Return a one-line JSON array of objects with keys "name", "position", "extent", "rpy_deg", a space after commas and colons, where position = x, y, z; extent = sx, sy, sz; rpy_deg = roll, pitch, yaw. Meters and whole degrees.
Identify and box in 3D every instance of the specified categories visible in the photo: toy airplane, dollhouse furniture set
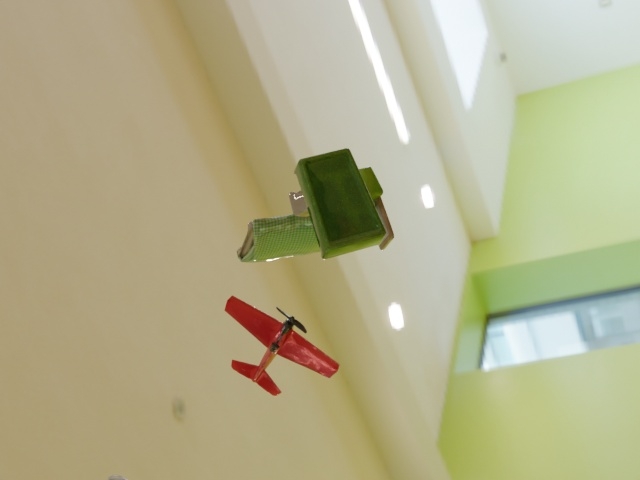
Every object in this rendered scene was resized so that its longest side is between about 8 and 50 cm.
[{"name": "toy airplane", "position": [-0.058, 0.127, 1.170], "extent": [0.028, 0.151, 0.151], "rpy_deg": [-56, -49, -42]}, {"name": "dollhouse furniture set", "position": [0.000, 0.000, 0.646], "extent": [0.152, 0.076, 0.059], "rpy_deg": [122, 131, -66]}]

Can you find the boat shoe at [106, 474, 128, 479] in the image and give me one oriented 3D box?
[{"name": "boat shoe", "position": [-0.213, 0.319, 1.032], "extent": [0.156, 0.135, 0.367], "rpy_deg": [-64, -15, -2]}]
